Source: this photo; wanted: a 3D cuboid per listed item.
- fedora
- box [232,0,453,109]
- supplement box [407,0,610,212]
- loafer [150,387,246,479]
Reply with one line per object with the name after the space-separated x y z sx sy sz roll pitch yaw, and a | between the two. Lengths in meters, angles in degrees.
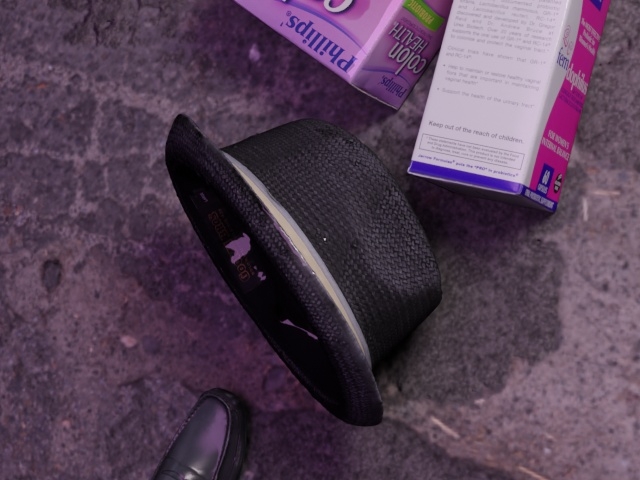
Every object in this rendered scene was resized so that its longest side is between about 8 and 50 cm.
0.000 0.000 1.217 0.152 0.334 0.334 -33 66 -13 | fedora
0.043 -0.291 1.284 0.213 0.117 0.243 39 101 26 | box
0.173 -0.148 1.198 0.113 0.111 0.220 13 89 28 | supplement box
-0.136 0.254 1.320 0.076 0.078 0.223 23 93 28 | loafer
